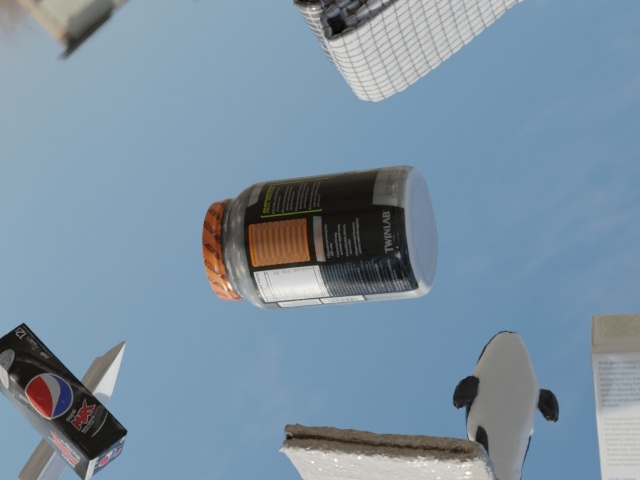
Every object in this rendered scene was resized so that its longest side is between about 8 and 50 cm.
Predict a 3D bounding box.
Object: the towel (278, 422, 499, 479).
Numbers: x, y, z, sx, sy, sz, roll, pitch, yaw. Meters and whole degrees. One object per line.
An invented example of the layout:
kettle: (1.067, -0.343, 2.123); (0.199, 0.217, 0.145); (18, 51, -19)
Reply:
towel: (0.096, 0.306, 1.697); (0.282, 0.187, 0.049); (1, -121, 21)

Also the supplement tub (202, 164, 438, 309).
supplement tub: (0.000, 0.000, 1.874); (0.316, 0.194, 0.194); (-5, -145, 18)

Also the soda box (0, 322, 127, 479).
soda box: (-0.279, 0.169, 1.347); (0.053, 0.169, 0.060); (-38, 163, -34)

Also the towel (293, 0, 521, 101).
towel: (0.114, -0.309, 1.499); (0.283, 0.121, 0.235); (-38, 161, 2)

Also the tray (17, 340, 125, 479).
tray: (-0.342, 0.261, 1.718); (0.145, 0.030, 0.270); (112, 5, -47)

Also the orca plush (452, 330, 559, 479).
orca plush: (0.272, 0.283, 1.873); (0.151, 0.287, 0.102); (-9, 156, -8)

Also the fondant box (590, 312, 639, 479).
fondant box: (0.448, 0.245, 1.499); (0.238, 0.330, 0.096); (-4, -154, 14)
